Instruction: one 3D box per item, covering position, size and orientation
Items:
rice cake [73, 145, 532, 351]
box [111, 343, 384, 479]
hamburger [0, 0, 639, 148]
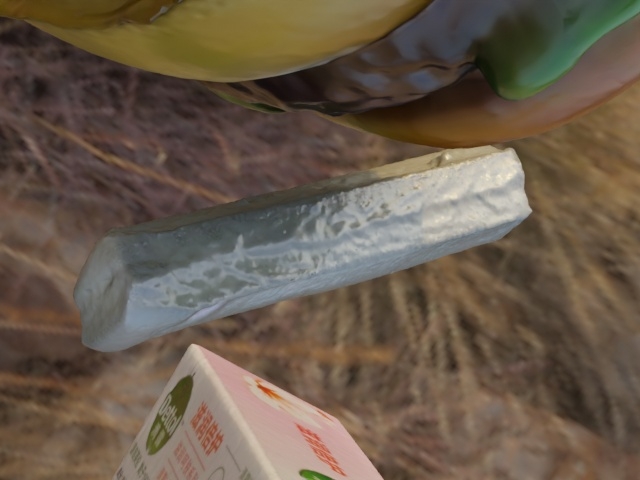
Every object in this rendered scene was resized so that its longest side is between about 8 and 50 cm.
[{"bbox_3d":[0.000,0.000,0.832,0.256,0.052,0.057,-15,153,-40],"label":"rice cake"},{"bbox_3d":[-0.021,0.083,0.380,0.043,0.125,0.089,29,95,-18],"label":"box"},{"bbox_3d":[0.022,-0.240,0.746,0.277,0.396,0.395,11,106,-44],"label":"hamburger"}]
